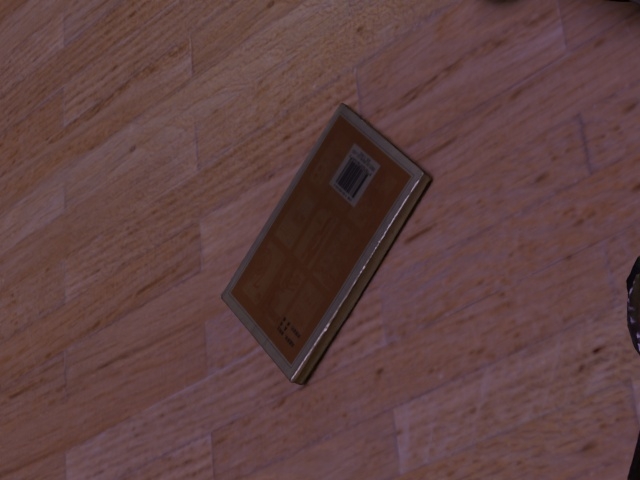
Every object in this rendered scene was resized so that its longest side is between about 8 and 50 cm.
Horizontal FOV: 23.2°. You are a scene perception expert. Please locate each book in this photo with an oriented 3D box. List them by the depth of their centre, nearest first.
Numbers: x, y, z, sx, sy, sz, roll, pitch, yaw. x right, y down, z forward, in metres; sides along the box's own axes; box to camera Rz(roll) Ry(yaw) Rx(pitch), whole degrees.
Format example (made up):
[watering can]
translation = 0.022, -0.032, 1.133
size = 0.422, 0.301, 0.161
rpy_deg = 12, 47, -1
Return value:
[book]
translation = 0.001, 0.000, 1.538
size = 0.241, 0.018, 0.170
rpy_deg = -58, 40, 12

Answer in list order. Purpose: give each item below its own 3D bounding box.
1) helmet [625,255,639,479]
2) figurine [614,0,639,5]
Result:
[helmet]
translation = 0.308, 0.043, 1.012
size = 0.197, 0.271, 0.338
rpy_deg = 5, 73, 17
[figurine]
translation = 0.216, -0.298, 1.276
size = 0.416, 0.298, 0.243
rpy_deg = 22, 125, 53
